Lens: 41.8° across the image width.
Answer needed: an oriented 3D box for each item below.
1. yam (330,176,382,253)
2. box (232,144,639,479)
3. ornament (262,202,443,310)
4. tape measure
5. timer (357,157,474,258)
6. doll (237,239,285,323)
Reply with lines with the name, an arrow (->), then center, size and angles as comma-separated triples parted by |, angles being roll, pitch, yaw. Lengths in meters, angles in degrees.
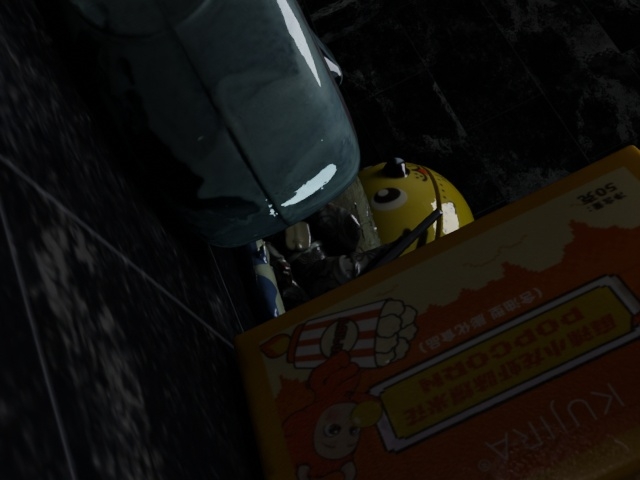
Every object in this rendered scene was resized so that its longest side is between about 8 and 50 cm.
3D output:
yam -> -0.006, -0.031, 1.053 | 0.154, 0.154, 0.254 | -113, -179, -52
box -> 0.137, 0.145, 0.512 | 0.259, 0.284, 0.213 | 62, 2, -39
ornament -> -0.022, -0.019, 0.844 | 0.196, 0.166, 0.153 | 45, -22, 6
tape measure -> -0.075, -0.135, 0.584 | 0.275, 0.147, 0.256 | 62, 4, -25
timer -> 0.114, -0.006, 1.696 | 0.387, 0.376, 0.376 | 16, 24, -21
doll -> -0.048, 0.039, 0.724 | 0.125, 0.027, 0.037 | -114, -176, -45
